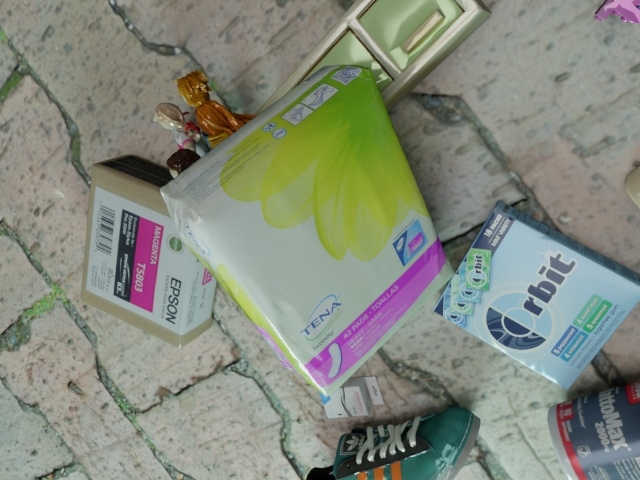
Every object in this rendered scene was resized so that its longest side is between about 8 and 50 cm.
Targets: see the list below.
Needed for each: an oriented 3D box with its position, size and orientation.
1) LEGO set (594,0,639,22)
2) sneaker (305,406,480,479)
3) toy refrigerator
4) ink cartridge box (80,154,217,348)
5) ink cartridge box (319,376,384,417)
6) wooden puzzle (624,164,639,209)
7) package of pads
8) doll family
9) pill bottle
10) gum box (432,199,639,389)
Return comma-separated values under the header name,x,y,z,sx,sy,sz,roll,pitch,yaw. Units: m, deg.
name,x,y,z,sx,sy,sz,roll,pitch,yaw
LEGO set,0.348,-0.178,0.544,0.227,0.087,0.093,37,121,1
sneaker,0.087,0.309,0.807,0.121,0.108,0.302,41,120,1
toy refrigerator,0.051,-0.196,0.658,0.269,0.094,0.102,-40,89,28
ink cartridge box,-0.249,0.015,0.864,0.193,0.088,0.235,21,114,17
ink cartridge box,0.045,0.228,0.842,0.083,0.028,0.048,-14,102,26
wooden puzzle,0.468,-0.033,0.566,0.221,0.044,0.239,-40,85,29
package of pads,0.000,0.000,0.615,0.101,0.229,0.296,30,156,52
doll family,-0.120,-0.116,0.698,0.118,0.263,0.163,-32,126,-2
pill bottle,0.365,0.216,0.654,0.180,0.108,0.108,-28,95,28
gum box,0.253,0.065,0.689,0.184,0.041,0.157,31,117,12
